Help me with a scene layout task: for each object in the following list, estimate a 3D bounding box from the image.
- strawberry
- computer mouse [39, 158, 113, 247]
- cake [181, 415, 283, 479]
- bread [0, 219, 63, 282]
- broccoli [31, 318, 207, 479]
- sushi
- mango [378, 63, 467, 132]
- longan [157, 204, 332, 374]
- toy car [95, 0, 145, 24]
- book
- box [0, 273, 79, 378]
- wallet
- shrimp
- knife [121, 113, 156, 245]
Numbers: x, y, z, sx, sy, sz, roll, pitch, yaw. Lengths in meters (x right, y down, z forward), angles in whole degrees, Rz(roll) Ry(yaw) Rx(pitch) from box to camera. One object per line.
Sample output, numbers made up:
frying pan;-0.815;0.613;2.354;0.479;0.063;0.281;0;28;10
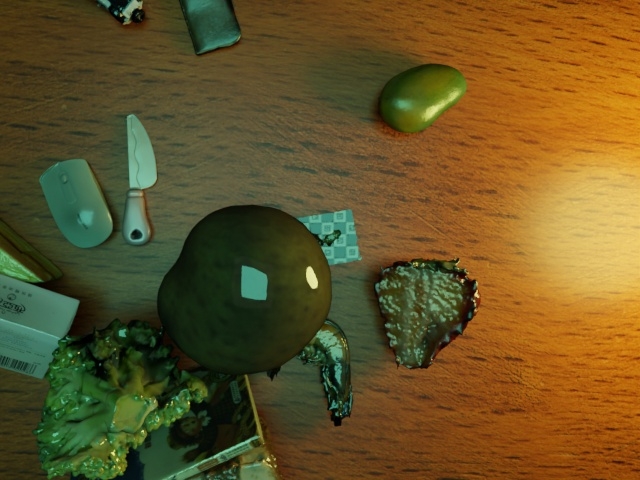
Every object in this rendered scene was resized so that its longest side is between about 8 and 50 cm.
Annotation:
strawberry;0.287;0.171;1.388;0.254;0.150;0.279;-13;94;14
computer mouse;-0.594;-0.092;1.312;0.128;0.079;0.230;-29;90;-9
cake;-0.229;0.598;1.259;0.291;0.282;0.255;-12;98;-11
bread;-0.772;0.059;1.242;0.264;0.168;0.163;43;87;-7
broccoli;-0.429;0.320;1.093;0.348;0.281;0.293;-46;110;-33
sushi;0.000;0.000;1.406;0.201;0.031;0.139;-9;91;-4
mango;0.266;-0.379;1.397;0.251;0.114;0.156;-32;86;-5
longan;-0.167;0.113;1.231;0.405;0.336;0.403;-1;109;-2
toy car;-0.512;-0.601;1.323;0.171;0.070;0.080;37;85;-4
book;-0.360;0.438;1.237;0.429;0.300;0.039;-22;122;-7
box;-0.714;0.181;1.194;0.275;0.116;0.203;25;131;-22
wallet;-0.293;-0.612;1.371;0.137;0.031;0.255;-18;93;-7
shrimp;-0.023;0.350;1.388;0.223;0.054;0.290;-12;88;-8
knife;-0.454;-0.153;1.347;0.081;0.043;0.335;1;88;-13
